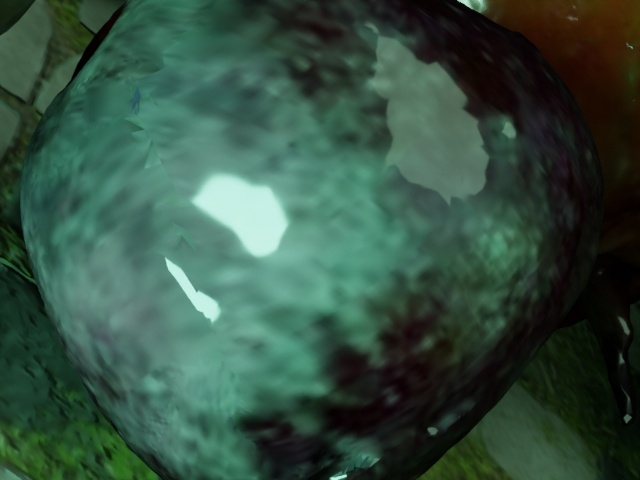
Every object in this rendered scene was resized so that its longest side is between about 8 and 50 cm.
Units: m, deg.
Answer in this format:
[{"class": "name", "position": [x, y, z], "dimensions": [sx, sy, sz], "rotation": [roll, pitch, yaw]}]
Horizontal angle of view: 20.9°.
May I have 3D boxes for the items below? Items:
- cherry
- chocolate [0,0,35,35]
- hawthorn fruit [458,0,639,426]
[{"class": "cherry", "position": [-0.009, -0.006, 0.585], "dimensions": [0.195, 0.195, 0.195], "rotation": [36, 30, -25]}, {"class": "chocolate", "position": [-0.205, -0.074, 0.491], "dimensions": [0.157, 0.080, 0.254], "rotation": [37, 24, 8]}, {"class": "hawthorn fruit", "position": [0.096, -0.064, 0.745], "dimensions": [0.254, 0.254, 0.300], "rotation": [20, 48, -43]}]
